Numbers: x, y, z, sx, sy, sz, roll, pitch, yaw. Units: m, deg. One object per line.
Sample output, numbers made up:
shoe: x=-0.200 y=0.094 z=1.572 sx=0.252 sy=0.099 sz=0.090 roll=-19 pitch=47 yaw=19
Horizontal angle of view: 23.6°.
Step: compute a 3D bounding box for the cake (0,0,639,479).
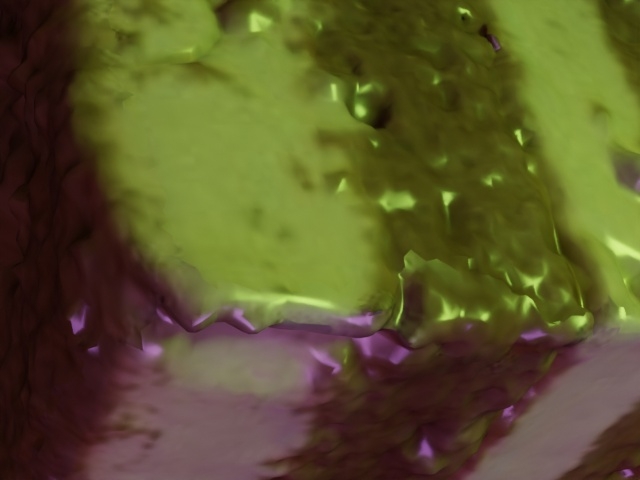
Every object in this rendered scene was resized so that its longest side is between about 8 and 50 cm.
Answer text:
cake: x=0.000 y=0.000 z=0.605 sx=0.290 sy=0.256 sz=0.282 roll=2 pitch=142 yaw=-23
